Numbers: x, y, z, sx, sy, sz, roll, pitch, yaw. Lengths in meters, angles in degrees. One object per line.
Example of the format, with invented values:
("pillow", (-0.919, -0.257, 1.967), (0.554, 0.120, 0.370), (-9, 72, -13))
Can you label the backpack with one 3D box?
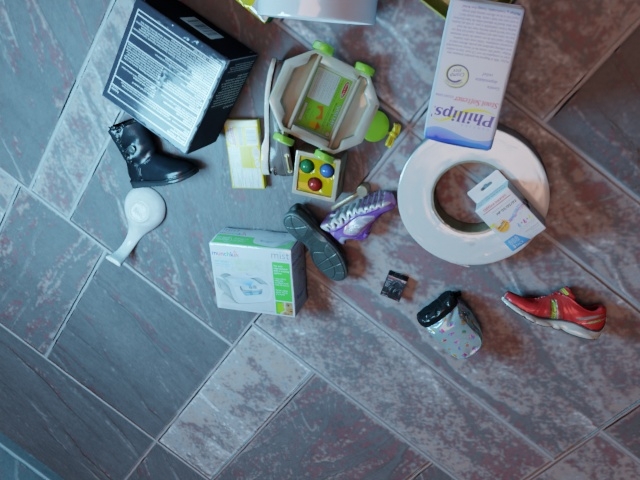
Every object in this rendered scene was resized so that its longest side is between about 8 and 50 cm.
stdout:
("backpack", (0.383, 0.252, 1.776), (0.152, 0.115, 0.182), (-39, 101, 26))

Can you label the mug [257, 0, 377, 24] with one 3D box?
("mug", (-0.036, -0.659, 1.349), (0.276, 0.374, 0.327), (26, 118, 48))

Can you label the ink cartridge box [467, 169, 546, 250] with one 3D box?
("ink cartridge box", (0.464, -0.075, 1.546), (0.181, 0.061, 0.104), (45, 119, -6))

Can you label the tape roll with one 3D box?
("tape roll", (0.399, -0.119, 1.622), (0.392, 0.072, 0.391), (7, 117, 14))

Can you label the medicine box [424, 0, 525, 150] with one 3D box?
("medicine box", (0.337, -0.371, 1.349), (0.149, 0.263, 0.289), (13, 113, 12))

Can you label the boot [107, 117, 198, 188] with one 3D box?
("boot", (-0.500, -0.268, 1.823), (0.247, 0.094, 0.207), (-4, 117, 26))

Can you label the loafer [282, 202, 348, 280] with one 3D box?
("loafer", (0.000, 0.000, 1.800), (0.096, 0.084, 0.267), (-25, 115, 34))

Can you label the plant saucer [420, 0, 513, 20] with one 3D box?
("plant saucer", (0.355, -0.591, 1.431), (0.188, 0.045, 0.188), (38, 119, -1))

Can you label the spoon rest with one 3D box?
("spoon rest", (-0.594, -0.050, 1.977), (0.137, 0.084, 0.276), (33, 106, -1))

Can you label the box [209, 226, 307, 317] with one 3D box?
("box", (-0.183, 0.092, 1.876), (0.262, 0.126, 0.231), (6, 118, 16))

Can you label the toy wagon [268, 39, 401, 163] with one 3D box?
("toy wagon", (0.043, -0.336, 1.589), (0.345, 0.068, 0.267), (22, 100, -17))

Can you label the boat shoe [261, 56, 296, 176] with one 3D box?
("boat shoe", (-0.102, -0.327, 1.663), (0.097, 0.116, 0.324), (8, 117, 4))

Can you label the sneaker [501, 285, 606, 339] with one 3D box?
("sneaker", (0.639, 0.176, 1.685), (0.279, 0.107, 0.118), (16, 99, 6))

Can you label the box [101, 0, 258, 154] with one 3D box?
("box", (-0.378, -0.443, 1.648), (0.296, 0.183, 0.294), (36, 118, 5))

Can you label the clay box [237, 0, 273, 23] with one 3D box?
("clay box", (-0.186, -0.673, 1.560), (0.222, 0.053, 0.127), (40, 119, -2))

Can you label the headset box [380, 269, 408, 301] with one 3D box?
("headset box", (0.219, 0.131, 1.818), (0.062, 0.032, 0.083), (22, 120, 7))

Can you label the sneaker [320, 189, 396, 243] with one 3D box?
("sneaker", (0.119, -0.058, 1.733), (0.236, 0.095, 0.104), (-24, 110, 32))

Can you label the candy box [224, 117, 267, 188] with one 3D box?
("candy box", (-0.216, -0.250, 1.781), (0.105, 0.027, 0.205), (5, 115, 19))

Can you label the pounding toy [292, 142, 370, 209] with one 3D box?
("pounding toy", (0.031, -0.154, 1.709), (0.206, 0.094, 0.181), (14, 117, 12))
